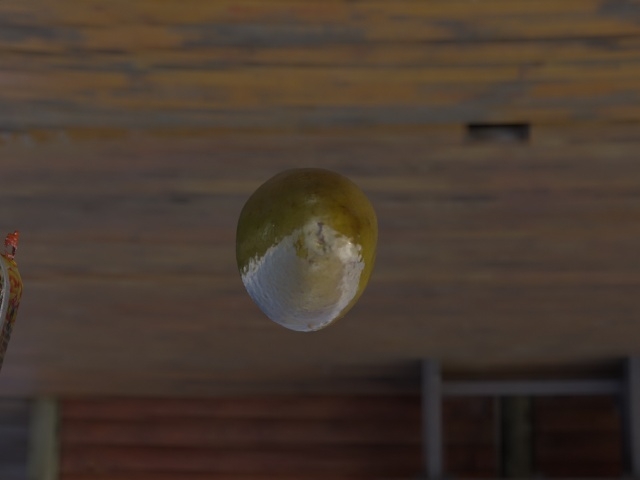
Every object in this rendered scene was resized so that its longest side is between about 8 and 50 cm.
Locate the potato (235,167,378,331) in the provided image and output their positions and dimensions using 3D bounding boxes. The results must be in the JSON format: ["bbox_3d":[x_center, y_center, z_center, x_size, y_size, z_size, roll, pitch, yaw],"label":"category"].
[{"bbox_3d":[0.000,0.000,2.360,0.178,0.203,0.158,25,165,-15],"label":"potato"}]

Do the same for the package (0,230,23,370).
[{"bbox_3d":[-0.376,0.105,1.994,0.108,0.288,0.223,21,172,8],"label":"package"}]
